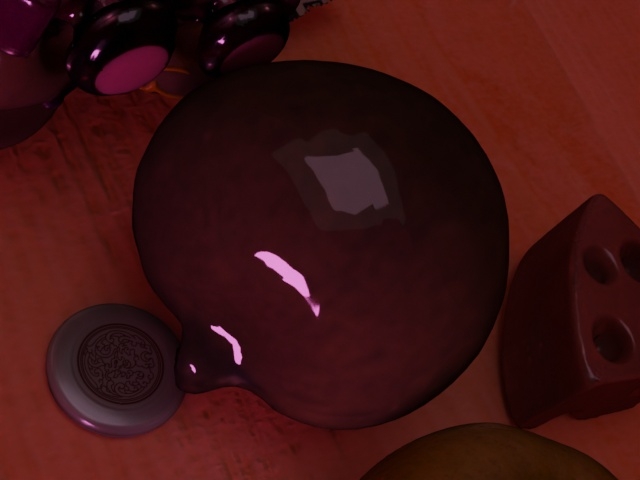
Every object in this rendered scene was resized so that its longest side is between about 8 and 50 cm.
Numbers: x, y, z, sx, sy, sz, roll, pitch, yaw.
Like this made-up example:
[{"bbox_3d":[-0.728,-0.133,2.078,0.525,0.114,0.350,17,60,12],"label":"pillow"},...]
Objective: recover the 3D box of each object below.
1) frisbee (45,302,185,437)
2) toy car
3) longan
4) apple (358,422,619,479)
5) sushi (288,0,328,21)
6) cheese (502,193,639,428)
[{"bbox_3d":[-0.153,0.096,0.767,0.110,0.014,0.110,13,55,-19],"label":"frisbee"},{"bbox_3d":[-0.197,-0.196,0.797,0.341,0.240,0.271,-14,69,-45],"label":"toy car"},{"bbox_3d":[0.000,0.000,0.763,0.300,0.243,0.300,2,71,-7],"label":"longan"},{"bbox_3d":[0.113,0.246,0.683,0.261,0.194,0.260,20,35,-15],"label":"apple"},{"bbox_3d":[-0.119,-0.252,0.985,0.279,0.043,0.192,-37,82,-31],"label":"sushi"},{"bbox_3d":[0.244,0.097,0.900,0.203,0.128,0.177,48,54,2],"label":"cheese"}]
